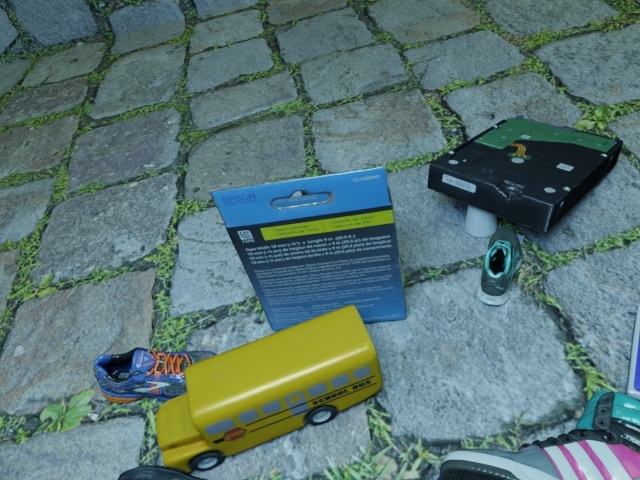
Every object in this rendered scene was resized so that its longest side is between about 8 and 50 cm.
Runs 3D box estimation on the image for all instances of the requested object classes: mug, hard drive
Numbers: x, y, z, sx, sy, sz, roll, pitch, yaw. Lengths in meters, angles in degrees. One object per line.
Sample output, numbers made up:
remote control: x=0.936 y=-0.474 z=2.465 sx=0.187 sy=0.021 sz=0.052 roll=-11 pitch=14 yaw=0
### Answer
mug: x=0.299 y=-0.053 z=0.958 sx=0.062 sy=0.064 sz=0.078 roll=-37 pitch=48 yaw=-20
hard drive: x=0.396 y=-0.144 z=0.969 sx=0.236 sy=0.064 sz=0.339 roll=27 pitch=44 yaw=35

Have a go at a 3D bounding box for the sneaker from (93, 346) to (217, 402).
sneaker: x=-0.273 y=0.216 z=0.829 sx=0.221 sy=0.087 sz=0.083 roll=-10 pitch=45 yaw=5

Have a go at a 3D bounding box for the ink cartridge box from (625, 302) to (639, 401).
ink cartridge box: x=0.544 y=0.164 z=0.690 sx=0.206 sy=0.045 sz=0.208 roll=14 pitch=52 yaw=27

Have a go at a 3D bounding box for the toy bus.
toy bus: x=-0.080 y=0.219 z=0.744 sx=0.332 sy=0.130 sz=0.108 roll=-20 pitch=44 yaw=-5

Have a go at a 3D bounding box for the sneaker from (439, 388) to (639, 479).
sneaker: x=0.301 y=0.254 z=0.594 sx=0.295 sy=0.124 sz=0.178 roll=8 pitch=32 yaw=20

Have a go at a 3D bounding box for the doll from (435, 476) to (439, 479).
doll: x=0.144 y=0.358 z=0.607 sx=0.129 sy=0.046 sz=0.189 roll=29 pitch=59 yaw=37

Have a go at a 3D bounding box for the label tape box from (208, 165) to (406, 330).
label tape box: x=0.000 y=0.000 z=0.793 sx=0.240 sy=0.334 sz=0.106 roll=-7 pitch=45 yaw=8

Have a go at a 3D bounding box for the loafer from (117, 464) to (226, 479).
loafer: x=-0.180 y=0.358 z=0.672 sx=0.223 sy=0.076 sz=0.078 roll=5 pitch=40 yaw=14

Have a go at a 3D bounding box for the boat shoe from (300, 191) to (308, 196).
boat shoe: x=-0.003 y=-0.055 z=1.040 sx=0.066 sy=0.066 sz=0.183 roll=-29 pitch=46 yaw=-12

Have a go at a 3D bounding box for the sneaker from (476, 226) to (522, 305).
sneaker: x=0.312 y=0.029 z=0.864 sx=0.065 sy=0.076 sz=0.166 roll=8 pitch=49 yaw=21
